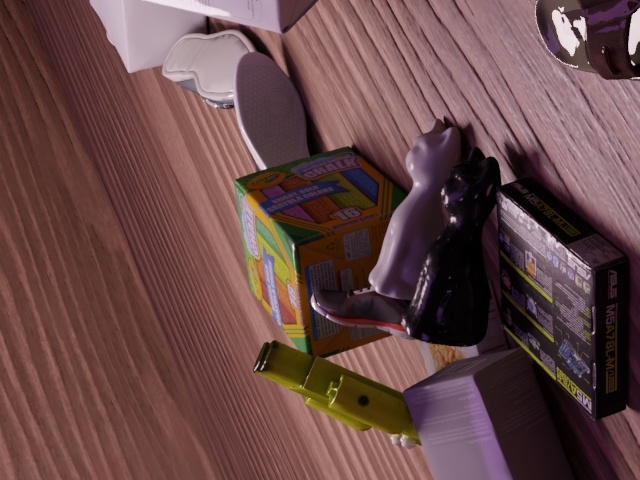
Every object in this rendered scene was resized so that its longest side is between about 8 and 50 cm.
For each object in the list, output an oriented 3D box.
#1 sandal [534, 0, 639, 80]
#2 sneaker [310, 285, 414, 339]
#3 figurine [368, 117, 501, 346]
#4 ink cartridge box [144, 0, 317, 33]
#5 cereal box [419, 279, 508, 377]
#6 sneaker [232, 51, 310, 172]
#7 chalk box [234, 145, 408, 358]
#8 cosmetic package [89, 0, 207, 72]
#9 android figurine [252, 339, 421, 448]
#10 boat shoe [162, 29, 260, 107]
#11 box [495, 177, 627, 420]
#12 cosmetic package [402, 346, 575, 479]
[{"bbox_3d":[0.241,-0.175,1.240,0.303,0.086,0.120,-179,72,-72],"label":"sandal"},{"bbox_3d":[0.067,0.071,1.836,0.061,0.157,0.065,-44,-37,-66],"label":"sneaker"},{"bbox_3d":[0.135,-0.019,1.681,0.215,0.092,0.210,-126,46,-66],"label":"figurine"},{"bbox_3d":[-0.189,-0.440,1.880,0.395,0.151,0.270,15,131,23],"label":"ink cartridge box"},{"bbox_3d":[0.179,0.161,1.836,0.173,0.047,0.240,-176,70,-70],"label":"cereal box"},{"bbox_3d":[-0.074,-0.125,2.243,0.296,0.104,0.147,68,158,-1],"label":"sneaker"},{"bbox_3d":[0.000,0.000,2.014,0.289,0.179,0.180,-137,33,-57],"label":"chalk box"},{"bbox_3d":[-0.293,-0.492,2.489,0.385,0.156,0.217,91,155,-49],"label":"cosmetic package"},{"bbox_3d":[0.052,0.196,1.829,0.056,0.272,0.248,-65,7,-9],"label":"android figurine"},{"bbox_3d":[-0.147,-0.263,2.412,0.099,0.116,0.319,32,175,-30],"label":"boat shoe"},{"bbox_3d":[0.243,0.057,1.544,0.191,0.045,0.184,-133,28,-53],"label":"box"},{"bbox_3d":[0.200,0.252,1.699,0.127,0.107,0.238,-18,95,48],"label":"cosmetic package"}]
